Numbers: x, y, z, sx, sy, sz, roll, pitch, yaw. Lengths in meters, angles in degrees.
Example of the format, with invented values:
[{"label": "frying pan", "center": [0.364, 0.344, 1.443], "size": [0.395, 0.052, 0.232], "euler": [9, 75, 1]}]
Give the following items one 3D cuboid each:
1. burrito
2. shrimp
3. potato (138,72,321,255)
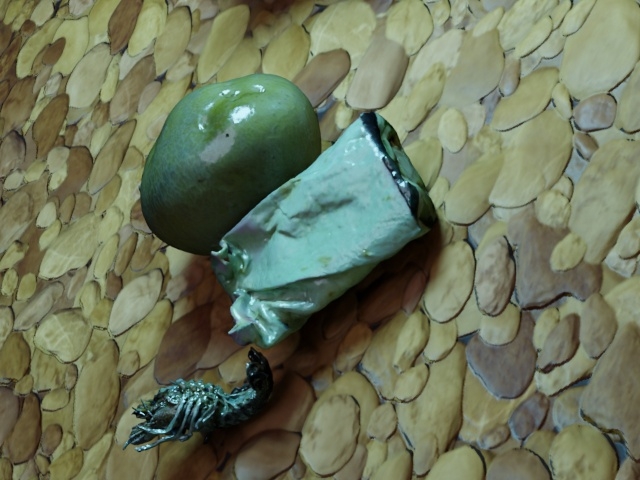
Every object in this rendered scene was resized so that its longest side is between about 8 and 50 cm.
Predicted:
[{"label": "burrito", "center": [0.000, 0.000, 1.845], "size": [0.229, 0.089, 0.144], "euler": [-39, 54, 18]}, {"label": "shrimp", "center": [-0.112, 0.165, 1.886], "size": [0.174, 0.076, 0.082], "euler": [-23, 24, 30]}, {"label": "potato", "center": [-0.093, -0.074, 1.957], "size": [0.235, 0.178, 0.160], "euler": [-23, 94, 59]}]
